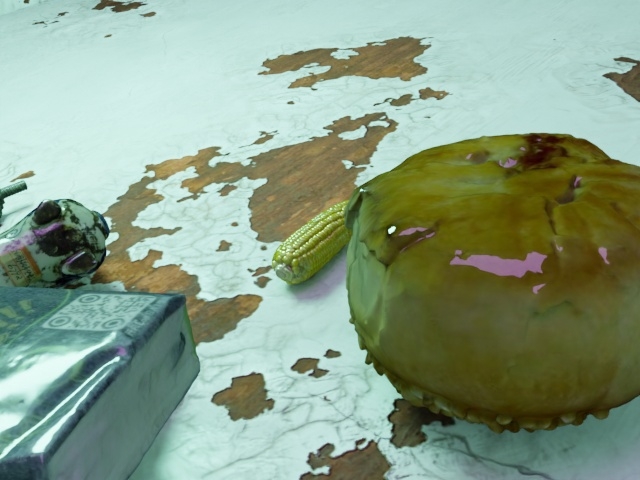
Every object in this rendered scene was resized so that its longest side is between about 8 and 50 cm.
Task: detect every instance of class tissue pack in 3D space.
[{"bbox_3d":[-0.352,0.146,0.775,0.394,0.124,0.288,1,24,14],"label":"tissue pack"}]

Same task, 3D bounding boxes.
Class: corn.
[{"bbox_3d":[0.000,0.000,1.183,0.067,0.067,0.206,14,35,32],"label":"corn"}]

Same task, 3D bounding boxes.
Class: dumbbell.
[{"bbox_3d":[-0.630,-0.050,1.398,0.254,0.081,0.082,-29,36,-33],"label":"dumbbell"}]

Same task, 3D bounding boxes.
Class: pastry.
[{"bbox_3d":[0.208,0.040,0.891,0.410,0.245,0.409,-4,29,2],"label":"pastry"}]

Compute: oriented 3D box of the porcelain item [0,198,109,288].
[{"bbox_3d":[-0.440,0.040,1.143,0.288,0.138,0.186,-35,10,-27],"label":"porcelain item"}]
